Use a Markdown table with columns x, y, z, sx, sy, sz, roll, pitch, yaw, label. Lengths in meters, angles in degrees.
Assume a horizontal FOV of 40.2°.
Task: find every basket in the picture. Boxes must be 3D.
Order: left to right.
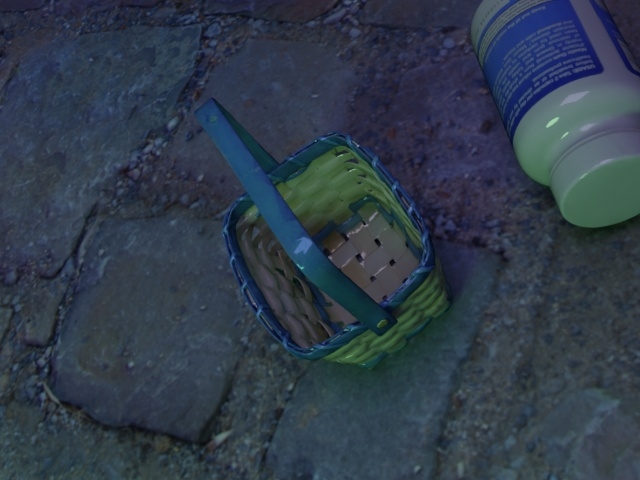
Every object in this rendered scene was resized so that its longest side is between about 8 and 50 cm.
| x | y | z | sx | sy | sz | roll | pitch | yaw | label |
| --- | --- | --- | --- | --- | --- | --- | --- | --- | --- |
| 0.000 | 0.000 | 0.894 | 0.201 | 0.289 | 0.255 | -36 | 50 | 4 | basket |

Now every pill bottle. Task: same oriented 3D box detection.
| x | y | z | sx | sy | sz | roll | pitch | yaw | label |
| --- | --- | --- | --- | --- | --- | --- | --- | --- | --- |
| 0.266 | -0.153 | 0.936 | 0.152 | 0.152 | 0.272 | -22 | 54 | 15 | pill bottle |
